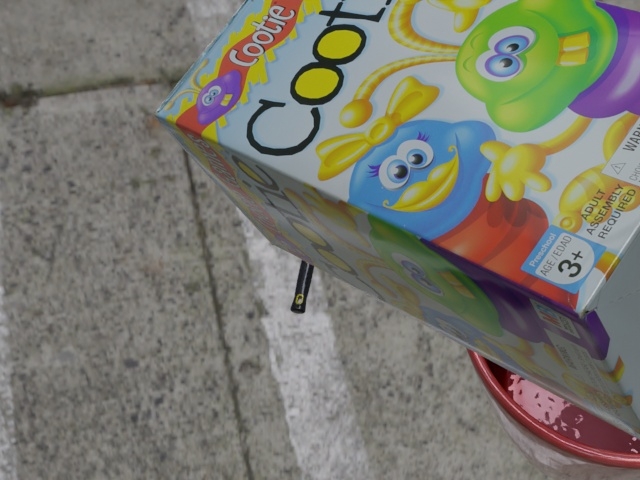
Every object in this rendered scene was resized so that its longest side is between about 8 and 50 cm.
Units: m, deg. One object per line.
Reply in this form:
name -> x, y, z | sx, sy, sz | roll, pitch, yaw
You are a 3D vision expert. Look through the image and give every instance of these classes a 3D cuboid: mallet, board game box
mallet -> 0.000, 0.000, 1.313 | 0.062, 0.039, 0.189 | 3, 68, 4
board game box -> 0.073, -0.038, 0.546 | 0.275, 0.144, 0.142 | 27, 75, 41

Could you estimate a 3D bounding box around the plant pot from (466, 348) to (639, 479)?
plant pot -> 0.262, 0.104, 0.980 | 0.275, 0.243, 0.275 | -3, 63, 7
